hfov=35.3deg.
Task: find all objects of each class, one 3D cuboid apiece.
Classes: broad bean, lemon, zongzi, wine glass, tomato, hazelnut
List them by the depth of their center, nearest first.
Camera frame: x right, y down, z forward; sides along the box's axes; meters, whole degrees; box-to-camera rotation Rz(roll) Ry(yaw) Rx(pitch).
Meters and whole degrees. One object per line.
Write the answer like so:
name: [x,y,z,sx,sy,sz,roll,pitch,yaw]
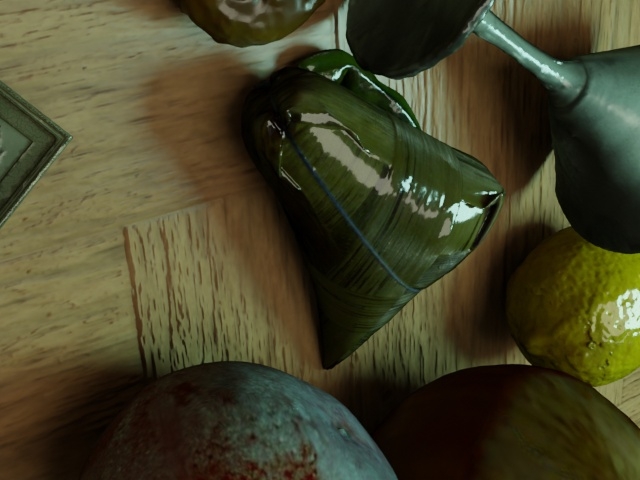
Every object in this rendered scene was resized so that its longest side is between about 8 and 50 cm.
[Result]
broad bean: [-0.039,-0.275,0.856,0.156,0.122,0.229,33,82,-43]
tomato: [-0.072,0.267,0.914,0.282,0.317,0.316,-43,131,11]
zongzi: [0.000,0.000,1.008,0.286,0.138,0.300,23,119,-29]
broad bean: [0.047,-0.142,1.021,0.195,0.046,0.061,25,103,-36]
wine glass: [0.234,-0.174,1.035,0.406,0.267,0.267,24,92,-35]
hazelnut: [0.185,0.298,1.093,0.365,0.365,0.366,-14,115,-33]
lemon: [0.328,0.077,1.226,0.231,0.192,0.192,-27,122,-34]

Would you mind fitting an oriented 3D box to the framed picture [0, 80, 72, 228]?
framed picture: [-0.325,-0.042,0.754,0.173,0.010,0.231,38,82,-15]
